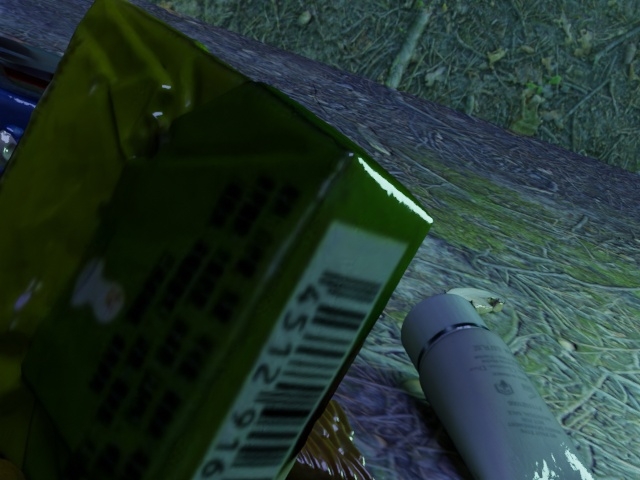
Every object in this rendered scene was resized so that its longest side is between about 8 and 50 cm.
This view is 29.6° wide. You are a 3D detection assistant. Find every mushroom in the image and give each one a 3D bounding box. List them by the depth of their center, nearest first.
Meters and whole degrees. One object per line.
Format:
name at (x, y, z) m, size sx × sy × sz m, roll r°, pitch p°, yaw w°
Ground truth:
mushroom at (0.188, 0.075, 1.499) m, size 0.101 × 0.019 × 0.049 m, roll 6°, pitch 21°, yaw -37°

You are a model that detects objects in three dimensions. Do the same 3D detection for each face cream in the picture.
face cream at (0.164, 0.164, 1.080) m, size 0.143 × 0.089 × 0.314 m, roll 14°, pitch 26°, yaw -29°

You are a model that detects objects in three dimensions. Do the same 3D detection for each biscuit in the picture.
biscuit at (-0.032, 0.136, 0.998) m, size 0.229 × 0.031 × 0.176 m, roll 30°, pitch 19°, yaw 28°

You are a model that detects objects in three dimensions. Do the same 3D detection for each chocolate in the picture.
chocolate at (-0.103, 0.028, 0.805) m, size 0.137 × 0.300 × 0.289 m, roll 23°, pitch 11°, yaw -47°

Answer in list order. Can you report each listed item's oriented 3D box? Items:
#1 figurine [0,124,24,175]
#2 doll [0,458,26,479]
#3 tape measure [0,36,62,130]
figurine at (-0.349, -0.052, 0.993) m, size 0.262 × 0.120 × 0.164 m, roll 3°, pitch 27°, yaw 24°
doll at (-0.207, 0.151, 0.625) m, size 0.137 × 0.097 × 0.209 m, roll 12°, pitch 12°, yaw -11°
tape measure at (-0.282, -0.098, 1.253) m, size 0.259 × 0.138 × 0.262 m, roll 18°, pitch 16°, yaw -6°
